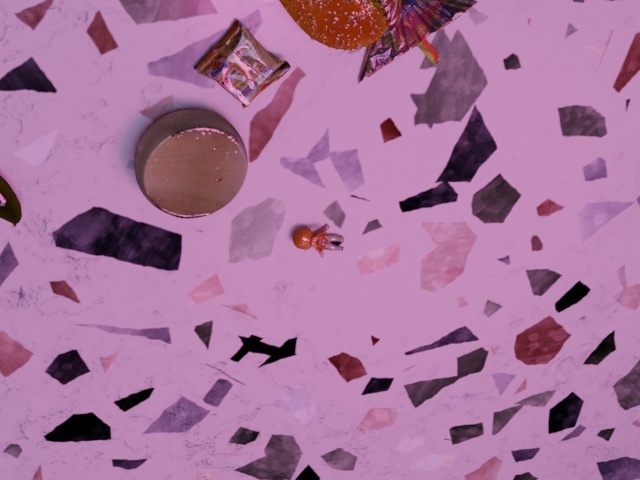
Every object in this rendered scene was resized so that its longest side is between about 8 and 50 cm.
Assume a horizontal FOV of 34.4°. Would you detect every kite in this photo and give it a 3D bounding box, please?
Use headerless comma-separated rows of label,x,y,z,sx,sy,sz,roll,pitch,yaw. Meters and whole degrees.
kite,0.146,-0.351,1.731,0.241,0.014,0.183,-38,132,10

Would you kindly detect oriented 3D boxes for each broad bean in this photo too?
broad bean,-0.544,-0.113,1.634,0.065,0.046,0.254,-31,130,-12

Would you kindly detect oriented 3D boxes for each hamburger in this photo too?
hamburger,0.024,-0.384,1.571,0.173,0.116,0.210,-24,134,27

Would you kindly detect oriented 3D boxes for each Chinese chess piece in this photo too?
Chinese chess piece,-0.215,-0.128,1.725,0.188,0.083,0.188,-10,125,-15

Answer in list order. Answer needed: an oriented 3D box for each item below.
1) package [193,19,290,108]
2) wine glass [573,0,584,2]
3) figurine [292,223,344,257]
package,-0.126,-0.281,1.672,0.108,0.031,0.121,-44,122,14
wine glass,0.439,-0.491,1.690,0.079,0.079,0.195,6,122,-24
figurine,0.000,0.000,1.926,0.109,0.047,0.064,8,94,-33
